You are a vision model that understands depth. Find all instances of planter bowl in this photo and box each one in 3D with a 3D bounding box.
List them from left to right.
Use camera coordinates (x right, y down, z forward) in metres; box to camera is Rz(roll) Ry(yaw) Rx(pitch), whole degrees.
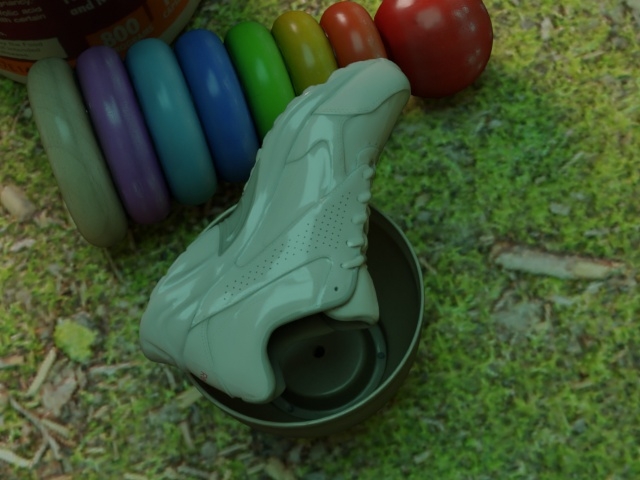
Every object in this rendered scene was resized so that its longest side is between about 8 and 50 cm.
[{"bbox_3d":[-0.008,0.061,0.855,0.162,0.109,0.162,-4,63,8],"label":"planter bowl"}]

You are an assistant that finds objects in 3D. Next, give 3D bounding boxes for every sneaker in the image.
[{"bbox_3d":[0.000,0.000,0.782,0.115,0.090,0.232,32,83,15],"label":"sneaker"}]

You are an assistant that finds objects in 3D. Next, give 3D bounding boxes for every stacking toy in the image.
[{"bbox_3d":[-0.034,-0.113,0.937,0.330,0.141,0.141,-20,63,-5],"label":"stacking toy"}]

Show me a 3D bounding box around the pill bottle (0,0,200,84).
[{"bbox_3d":[-0.225,-0.297,0.905,0.224,0.392,0.224,-4,65,8],"label":"pill bottle"}]
